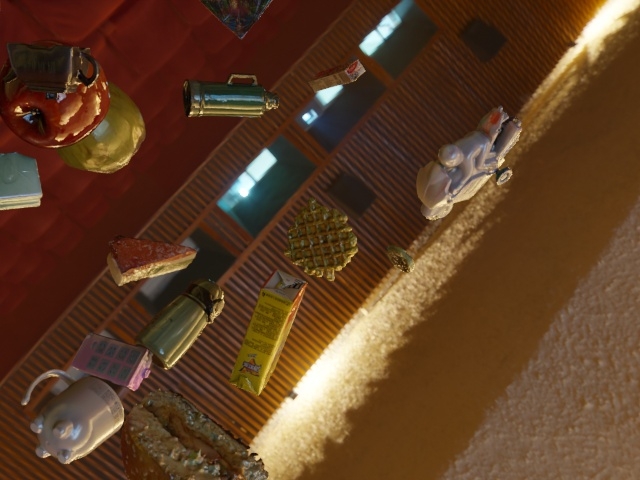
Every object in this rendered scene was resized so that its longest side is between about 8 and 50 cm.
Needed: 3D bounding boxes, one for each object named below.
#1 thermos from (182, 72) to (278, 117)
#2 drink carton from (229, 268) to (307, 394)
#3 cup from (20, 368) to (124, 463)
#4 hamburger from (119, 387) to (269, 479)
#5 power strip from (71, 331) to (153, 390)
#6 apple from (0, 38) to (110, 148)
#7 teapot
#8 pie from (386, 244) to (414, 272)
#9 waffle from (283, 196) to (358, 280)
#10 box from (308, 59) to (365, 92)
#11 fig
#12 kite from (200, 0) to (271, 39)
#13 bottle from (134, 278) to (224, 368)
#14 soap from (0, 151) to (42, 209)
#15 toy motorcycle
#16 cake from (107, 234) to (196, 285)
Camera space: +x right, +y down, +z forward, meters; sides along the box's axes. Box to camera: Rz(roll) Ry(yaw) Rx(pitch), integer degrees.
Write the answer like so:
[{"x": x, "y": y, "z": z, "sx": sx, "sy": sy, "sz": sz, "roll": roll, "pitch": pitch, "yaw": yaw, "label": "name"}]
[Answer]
[{"x": -0.177, "y": -0.288, "z": 1.328, "sx": 0.073, "sy": 0.187, "sz": 0.083, "roll": -178, "pitch": -95, "yaw": -65, "label": "thermos"}, {"x": -0.159, "y": 0.275, "z": 1.979, "sx": 0.154, "sy": 0.111, "sz": 0.351, "roll": -55, "pitch": 168, "yaw": -64, "label": "drink carton"}, {"x": -0.497, "y": 0.345, "z": 1.314, "sx": 0.134, "sy": 0.174, "sz": 0.142, "roll": -11, "pitch": -168, "yaw": 27, "label": "cup"}, {"x": -0.405, "y": 0.680, "z": 1.926, "sx": 0.268, "sy": 0.445, "sz": 0.287, "roll": -35, "pitch": 153, "yaw": -60, "label": "hamburger"}, {"x": -0.567, "y": 0.326, "z": 1.798, "sx": 0.278, "sy": 0.037, "sz": 0.109, "roll": 7, "pitch": -118, "yaw": 36, "label": "power strip"}, {"x": -0.560, "y": -0.307, "z": 1.389, "sx": 0.218, "sy": 0.218, "sz": 0.201, "roll": -27, "pitch": -155, "yaw": 27, "label": "apple"}, {"x": -0.482, "y": -0.300, "z": 1.184, "sx": 0.177, "sy": 0.096, "sz": 0.087, "roll": 4, "pitch": -166, "yaw": 3, "label": "teapot"}, {"x": 0.192, "y": 0.045, "z": 1.580, "sx": 0.017, "sy": 0.085, "sz": 0.085, "roll": -39, "pitch": -155, "yaw": -21, "label": "pie"}, {"x": 0.000, "y": 0.000, "z": 2.087, "sx": 0.058, "sy": 0.237, "sz": 0.243, "roll": -14, "pitch": 139, "yaw": -56, "label": "waffle"}, {"x": 0.041, "y": -0.455, "z": 1.835, "sx": 0.055, "sy": 0.040, "sz": 0.218, "roll": -45, "pitch": -158, "yaw": -17, "label": "box"}, {"x": -0.578, "y": -0.303, "z": 1.666, "sx": 0.239, "sy": 0.271, "sz": 0.239, "roll": -15, "pitch": -140, "yaw": 13, "label": "fig"}, {"x": -0.201, "y": -0.571, "z": 1.617, "sx": 0.189, "sy": 0.159, "sz": 0.010, "roll": -3, "pitch": -176, "yaw": 0, "label": "kite"}, {"x": -0.486, "y": 0.281, "z": 2.347, "sx": 0.168, "sy": 0.168, "sz": 0.347, "roll": -1, "pitch": -138, "yaw": 52, "label": "bottle"}, {"x": -0.851, "y": -0.155, "z": 1.699, "sx": 0.230, "sy": 0.145, "sz": 0.091, "roll": -9, "pitch": 166, "yaw": -30, "label": "soap"}, {"x": 0.275, "y": -0.146, "z": 1.272, "sx": 0.260, "sy": 0.171, "sz": 0.110, "roll": -49, "pitch": -121, "yaw": 17, "label": "toy motorcycle"}, {"x": -0.439, "y": 0.033, "z": 1.674, "sx": 0.220, "sy": 0.117, "sz": 0.086, "roll": -20, "pitch": 158, "yaw": -44, "label": "cake"}]
